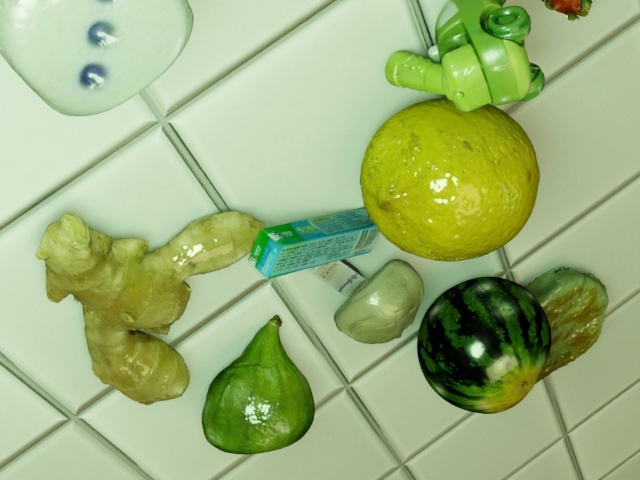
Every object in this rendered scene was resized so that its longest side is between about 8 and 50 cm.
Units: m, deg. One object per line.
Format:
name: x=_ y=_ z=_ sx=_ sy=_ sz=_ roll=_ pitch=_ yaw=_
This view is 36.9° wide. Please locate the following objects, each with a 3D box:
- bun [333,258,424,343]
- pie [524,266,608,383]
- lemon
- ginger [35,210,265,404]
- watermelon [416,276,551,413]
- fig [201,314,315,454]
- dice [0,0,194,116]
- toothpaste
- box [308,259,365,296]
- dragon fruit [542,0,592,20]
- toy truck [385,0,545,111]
bun: x=0.111 y=0.120 z=1.687 sx=0.166 sy=0.113 sz=0.173 roll=-41 pitch=175 yaw=-26
pie: x=0.501 y=0.199 z=2.097 sx=0.296 sy=0.078 sz=0.371 roll=-11 pitch=133 yaw=-27
lemon: x=0.205 y=-0.095 z=1.487 sx=0.310 sy=0.258 sz=0.258 roll=-4 pitch=128 yaw=-37
ginger: x=-0.292 y=0.091 z=1.419 sx=0.348 sy=0.122 sz=0.363 roll=12 pitch=124 yaw=-39
watermelon: x=0.309 y=0.202 z=1.833 sx=0.269 sy=0.269 sz=0.269 roll=-20 pitch=135 yaw=-21
fig: x=-0.113 y=0.249 z=1.671 sx=0.203 sy=0.203 sz=0.235 roll=-3 pitch=88 yaw=-34
dice: x=-0.267 y=-0.267 z=1.041 sx=0.193 sy=0.194 sz=0.192 roll=-35 pitch=138 yaw=-2
toothpaste: x=0.000 y=0.000 z=1.522 sx=0.267 sy=0.050 sz=0.065 roll=-13 pitch=137 yaw=-50
box: x=0.024 y=0.052 z=1.652 sx=0.050 sy=0.036 sz=0.117 roll=-47 pitch=138 yaw=8
dragon fruit: x=0.387 y=-0.387 z=1.485 sx=0.116 sy=0.081 sz=0.086 roll=15 pitch=84 yaw=-48
toy truck: x=0.218 y=-0.264 z=1.394 sx=0.210 sy=0.187 sz=0.148 roll=-33 pitch=132 yaw=-6
